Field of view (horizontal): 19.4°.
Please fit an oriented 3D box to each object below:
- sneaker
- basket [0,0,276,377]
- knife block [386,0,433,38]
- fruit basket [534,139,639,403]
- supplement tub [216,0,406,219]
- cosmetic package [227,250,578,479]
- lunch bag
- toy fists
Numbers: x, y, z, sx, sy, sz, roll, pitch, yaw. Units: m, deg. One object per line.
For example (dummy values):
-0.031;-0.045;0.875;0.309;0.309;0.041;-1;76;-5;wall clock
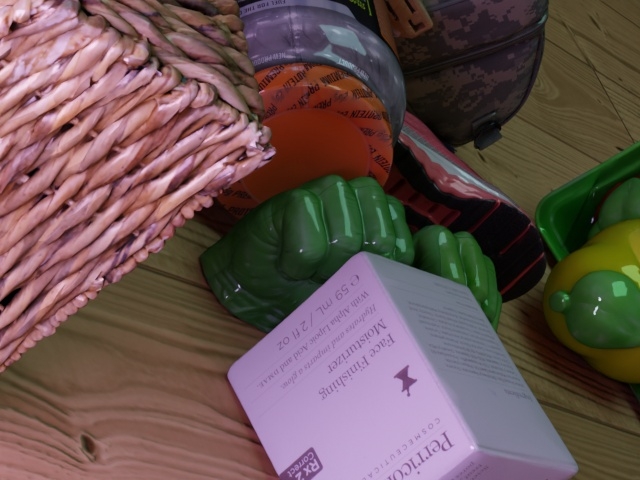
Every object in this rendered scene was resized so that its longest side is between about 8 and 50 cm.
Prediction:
0.106;-0.059;1.807;0.314;0.116;0.136;37;26;-30;sneaker
-0.206;-0.086;1.038;0.213;0.299;0.223;29;34;-39;basket
0.014;-0.344;1.850;0.275;0.242;0.088;17;-14;27;knife block
0.392;0.053;2.026;0.392;0.283;0.392;58;7;-11;fruit basket
-0.032;-0.162;1.598;0.193;0.193;0.316;37;26;-31;supplement tub
0.060;0.134;1.381;0.151;0.151;0.184;19;34;-51;cosmetic package
0.114;-0.275;2.013;0.256;0.212;0.305;70;-3;-57;lunch bag
0.041;0.034;1.516;0.279;0.142;0.096;28;32;-43;toy fists
